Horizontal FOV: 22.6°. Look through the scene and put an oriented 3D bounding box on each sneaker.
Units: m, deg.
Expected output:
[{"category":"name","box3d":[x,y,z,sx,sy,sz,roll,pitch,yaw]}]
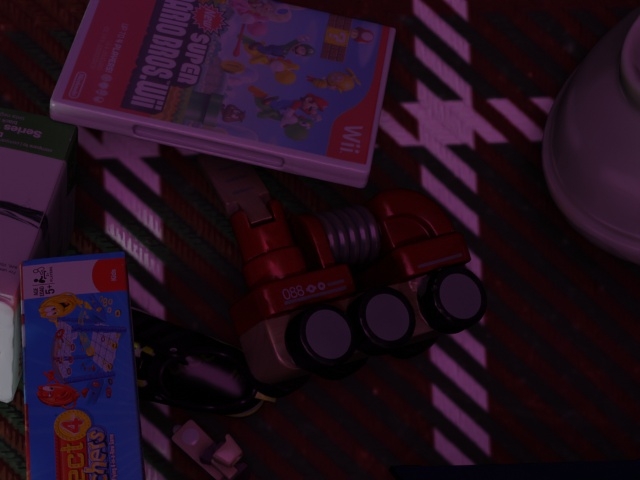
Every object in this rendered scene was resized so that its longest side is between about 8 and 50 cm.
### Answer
[{"category":"sneaker","box3d":[-0.152,0.106,1.463,0.235,0.097,0.084,11,86,-1]}]

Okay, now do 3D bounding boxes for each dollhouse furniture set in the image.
[{"category":"dollhouse furniture set","box3d":[-0.135,0.216,1.461,0.081,0.091,0.114,41,72,18]}]

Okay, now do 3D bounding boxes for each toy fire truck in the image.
[{"category":"toy fire truck","box3d":[0.000,0.000,1.458,0.217,0.158,0.246,-14,79,-30]}]

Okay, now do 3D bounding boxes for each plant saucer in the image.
[{"category":"plant saucer","box3d":[0.371,-0.144,1.365,0.400,0.400,0.100,-30,127,-4]}]

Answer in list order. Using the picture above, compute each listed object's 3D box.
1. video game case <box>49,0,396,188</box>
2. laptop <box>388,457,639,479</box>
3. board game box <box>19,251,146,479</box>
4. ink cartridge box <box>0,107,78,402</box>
[{"category":"video game case","box3d":[-0.083,-0.154,1.462,0.285,0.025,0.204,13,47,-1]},{"category":"laptop","box3d":[0.277,0.098,1.334,0.236,0.382,0.408,33,86,0]},{"category":"board game box","box3d":[-0.184,0.221,1.291,0.086,0.308,0.302,-4,52,-8]},{"category":"ink cartridge box","box3d":[-0.278,0.012,1.393,0.087,0.153,0.208,12,48,-1]}]
